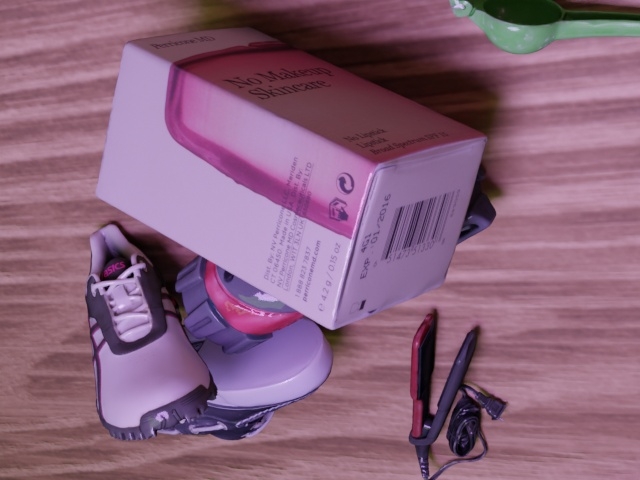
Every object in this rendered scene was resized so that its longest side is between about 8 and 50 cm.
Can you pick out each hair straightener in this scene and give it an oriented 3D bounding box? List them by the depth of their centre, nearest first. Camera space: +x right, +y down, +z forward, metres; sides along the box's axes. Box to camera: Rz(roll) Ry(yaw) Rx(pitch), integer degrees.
[{"bbox_3d":[0.122,0.160,1.288,0.089,0.047,0.230,19,139,15],"label":"hair straightener"}]

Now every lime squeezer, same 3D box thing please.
[{"bbox_3d":[0.119,-0.189,0.925,0.310,0.059,0.110,37,141,-5],"label":"lime squeezer"}]

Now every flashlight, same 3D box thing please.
[{"bbox_3d":[0.000,0.000,1.169,0.103,0.103,0.304,3,155,-40],"label":"flashlight"}]

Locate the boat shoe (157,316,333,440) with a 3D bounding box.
[{"bbox_3d":[-0.087,0.144,1.361,0.301,0.108,0.102,-12,124,43],"label":"boat shoe"}]

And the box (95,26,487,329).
[{"bbox_3d":[-0.023,-0.054,1.015,0.232,0.148,0.127,28,117,29],"label":"box"}]

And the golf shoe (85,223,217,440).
[{"bbox_3d":[-0.171,0.084,1.260,0.273,0.105,0.120,-128,17,-63],"label":"golf shoe"}]
